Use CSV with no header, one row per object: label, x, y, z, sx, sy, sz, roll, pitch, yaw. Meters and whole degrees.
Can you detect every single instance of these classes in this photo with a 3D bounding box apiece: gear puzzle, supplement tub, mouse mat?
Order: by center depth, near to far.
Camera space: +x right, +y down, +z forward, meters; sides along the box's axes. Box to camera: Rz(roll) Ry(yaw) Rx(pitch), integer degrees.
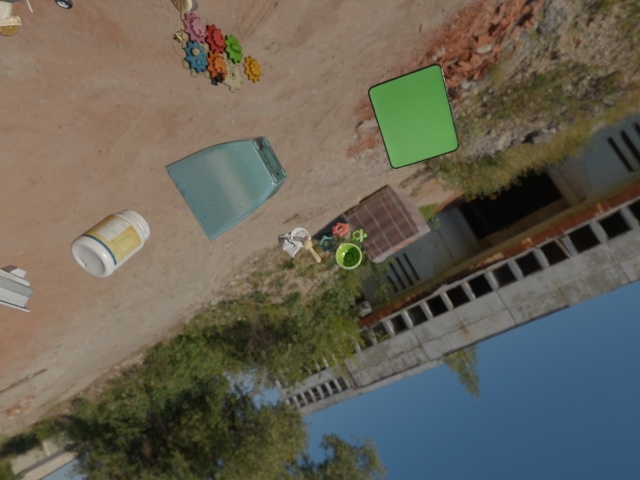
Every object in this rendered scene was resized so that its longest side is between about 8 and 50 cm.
mouse mat,0.196,-0.252,0.915,0.153,0.189,0.007,-15,-151,15
gear puzzle,-0.279,-0.547,1.328,0.044,0.175,0.339,-2,180,30
supplement tub,-0.646,0.004,1.366,0.144,0.144,0.199,-35,-166,38

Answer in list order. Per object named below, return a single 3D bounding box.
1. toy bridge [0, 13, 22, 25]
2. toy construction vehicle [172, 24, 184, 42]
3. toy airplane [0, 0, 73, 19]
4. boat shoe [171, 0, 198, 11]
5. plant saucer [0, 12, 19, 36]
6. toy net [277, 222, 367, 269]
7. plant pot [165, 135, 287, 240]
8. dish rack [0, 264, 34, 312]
toy bridge,-0.958,-0.625,1.244,0.188,0.063,0.026,-9,135,-23
toy construction vehicle,-0.492,-0.757,1.593,0.086,0.035,0.098,-57,-161,-25
toy airplane,-1.013,-0.955,1.445,0.384,0.386,0.272,-41,-165,-26
boat shoe,-0.615,-1.094,1.846,0.103,0.285,0.092,-28,-173,30
plant saucer,-1.071,-0.738,1.506,0.083,0.015,0.083,-50,165,-18
toy net,0.000,0.000,1.158,0.232,0.122,0.045,12,170,7
plant pot,-0.250,-0.188,1.324,0.252,0.247,0.247,-25,-169,16
dish rack,-0.678,0.011,0.750,0.285,0.333,0.072,97,18,-69
